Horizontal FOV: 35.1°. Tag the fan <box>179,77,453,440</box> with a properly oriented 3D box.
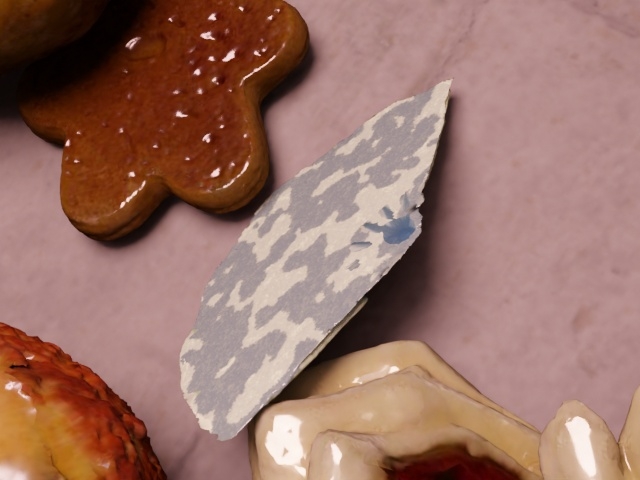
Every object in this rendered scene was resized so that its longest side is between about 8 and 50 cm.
[{"bbox_3d":[0.000,0.000,0.501,0.131,0.009,0.240,-2,45,44],"label":"fan"}]

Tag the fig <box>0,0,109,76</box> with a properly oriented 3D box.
[{"bbox_3d":[-0.240,-0.131,0.540,0.290,0.190,0.190,-43,68,4],"label":"fig"}]

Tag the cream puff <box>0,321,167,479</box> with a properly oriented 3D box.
[{"bbox_3d":[-0.166,0.152,0.453,0.240,0.164,0.240,-13,58,21],"label":"cream puff"}]

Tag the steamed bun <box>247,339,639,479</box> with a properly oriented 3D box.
[{"bbox_3d":[0.139,0.187,0.363,0.247,0.189,0.428,-26,67,-5],"label":"steamed bun"}]

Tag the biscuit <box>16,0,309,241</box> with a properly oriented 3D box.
[{"bbox_3d":[-0.094,-0.117,0.592,0.180,0.039,0.236,-11,69,15],"label":"biscuit"}]
